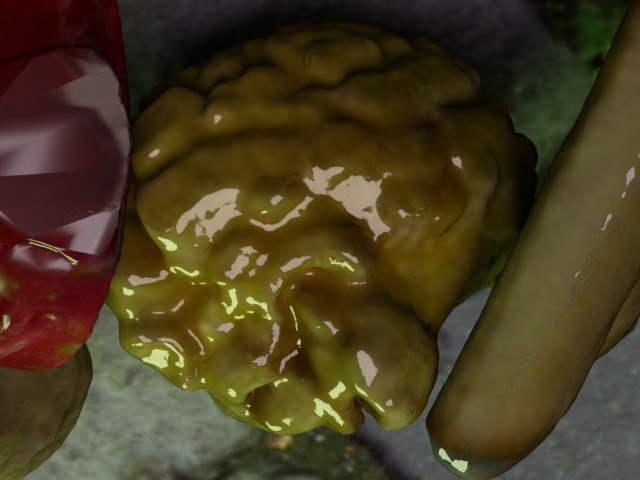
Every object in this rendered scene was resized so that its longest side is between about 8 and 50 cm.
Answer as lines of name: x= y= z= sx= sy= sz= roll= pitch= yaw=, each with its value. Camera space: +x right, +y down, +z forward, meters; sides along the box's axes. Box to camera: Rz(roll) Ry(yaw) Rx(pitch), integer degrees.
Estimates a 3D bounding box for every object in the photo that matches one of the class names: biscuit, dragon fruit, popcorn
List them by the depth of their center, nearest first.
dragon fruit: x=-0.167 y=-0.058 z=0.717 sx=0.189 sy=0.163 sz=0.262 roll=4 pitch=95 yaw=34
biscuit: x=0.156 y=-0.030 z=0.770 sx=0.062 sy=0.237 sz=0.291 roll=29 pitch=119 yaw=15
popcorn: x=0.000 y=0.000 z=0.781 sx=0.226 sy=0.203 sz=0.200 roll=9 pitch=145 yaw=-35

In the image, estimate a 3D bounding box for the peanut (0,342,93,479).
peanut: x=-0.230 y=0.049 z=0.837 sx=0.122 sy=0.137 sz=0.253 roll=-47 pitch=116 yaw=2
